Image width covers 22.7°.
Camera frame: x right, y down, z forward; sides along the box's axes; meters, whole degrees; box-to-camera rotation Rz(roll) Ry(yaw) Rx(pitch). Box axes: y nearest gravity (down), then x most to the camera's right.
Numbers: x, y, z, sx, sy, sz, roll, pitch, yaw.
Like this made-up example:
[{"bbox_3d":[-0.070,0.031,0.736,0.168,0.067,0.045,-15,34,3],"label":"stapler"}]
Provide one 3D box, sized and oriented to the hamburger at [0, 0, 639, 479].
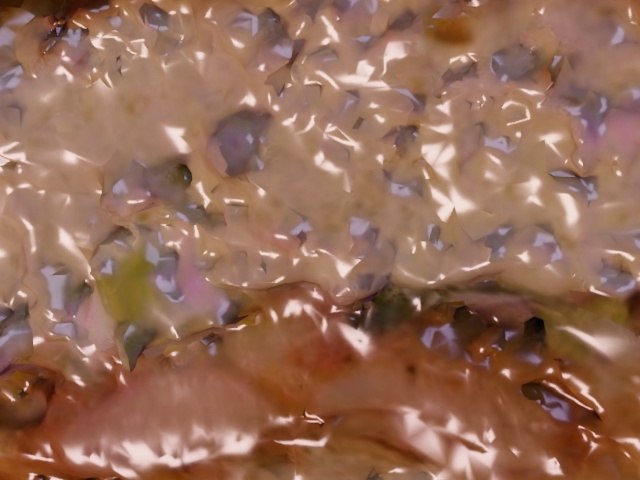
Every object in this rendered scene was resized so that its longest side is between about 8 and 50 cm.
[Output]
[{"bbox_3d":[0.000,0.000,0.634,0.445,0.287,0.268,-10,105,21],"label":"hamburger"}]
